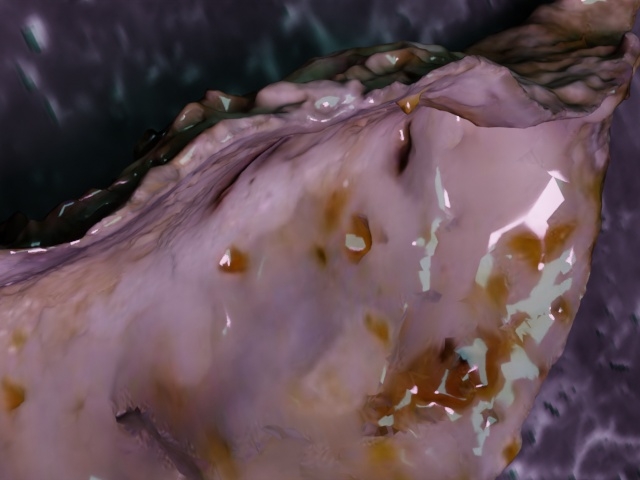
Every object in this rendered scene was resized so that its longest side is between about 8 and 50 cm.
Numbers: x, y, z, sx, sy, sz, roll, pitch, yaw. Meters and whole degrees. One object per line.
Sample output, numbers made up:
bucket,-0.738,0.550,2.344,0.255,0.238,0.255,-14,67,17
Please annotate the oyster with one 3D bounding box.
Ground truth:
oyster,0.009,0.019,0.604,0.396,0.111,0.204,-25,125,-42
